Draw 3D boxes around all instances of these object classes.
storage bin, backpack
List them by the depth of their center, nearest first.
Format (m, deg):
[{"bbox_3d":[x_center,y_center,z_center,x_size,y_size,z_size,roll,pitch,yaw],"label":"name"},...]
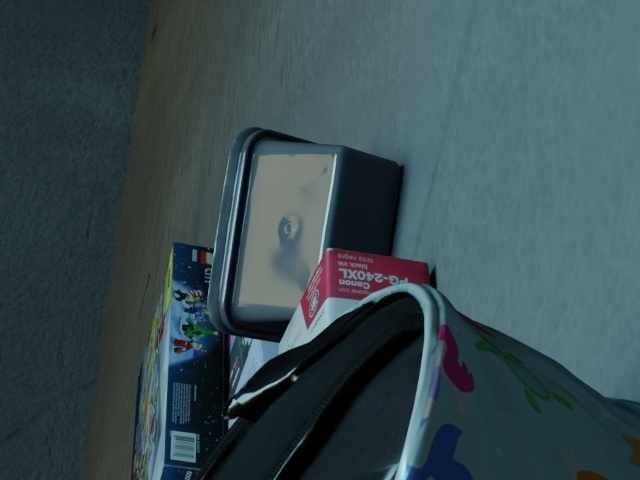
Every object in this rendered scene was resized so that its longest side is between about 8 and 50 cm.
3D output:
[{"bbox_3d":[0.015,0.146,0.402,0.253,0.191,0.225,-68,9,-14],"label":"backpack"},{"bbox_3d":[0.000,0.000,0.852,0.091,0.098,0.135,3,82,49],"label":"storage bin"}]

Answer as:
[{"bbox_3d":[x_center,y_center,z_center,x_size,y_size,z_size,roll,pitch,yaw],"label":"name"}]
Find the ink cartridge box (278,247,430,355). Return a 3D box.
[{"bbox_3d":[0.017,0.098,0.734,0.109,0.063,0.150,117,159,-50],"label":"ink cartridge box"}]

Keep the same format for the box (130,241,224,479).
[{"bbox_3d":[-0.111,0.136,1.035,0.233,0.044,0.159,-95,18,-49],"label":"box"}]

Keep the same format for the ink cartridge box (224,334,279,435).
[{"bbox_3d":[-0.038,0.162,0.933,0.311,0.065,0.186,-110,32,-61],"label":"ink cartridge box"}]
